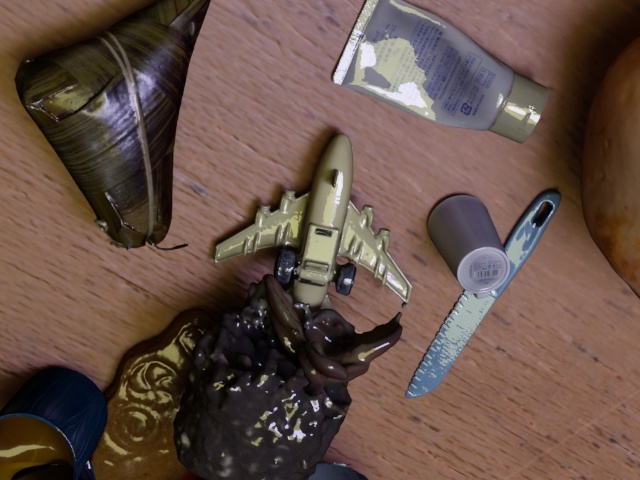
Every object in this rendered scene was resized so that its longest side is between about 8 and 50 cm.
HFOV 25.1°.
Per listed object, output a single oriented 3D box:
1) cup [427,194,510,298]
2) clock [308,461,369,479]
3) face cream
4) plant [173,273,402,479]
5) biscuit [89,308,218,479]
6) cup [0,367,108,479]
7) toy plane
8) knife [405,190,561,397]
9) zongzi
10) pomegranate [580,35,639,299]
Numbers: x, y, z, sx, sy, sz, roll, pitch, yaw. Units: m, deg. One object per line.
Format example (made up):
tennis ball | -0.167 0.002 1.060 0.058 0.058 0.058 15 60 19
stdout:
cup | 0.171 0.018 1.638 0.074 0.116 0.104 -11 122 -6
clock | -0.059 0.387 1.710 0.313 0.061 0.312 -18 139 -17
face cream | 0.135 -0.183 1.576 0.224 0.070 0.114 23 107 -8
plant | -0.051 0.158 1.557 0.204 0.178 0.234 24 117 -13
biscuit | -0.129 0.213 1.692 0.257 0.049 0.273 25 104 -21
cup | -0.305 0.230 1.593 0.114 0.138 0.150 8 109 6
toy plane | 0.000 0.000 1.603 0.229 0.092 0.244 12 114 -2
knife | 0.191 0.068 1.717 0.045 0.019 0.313 27 106 -14
zongzi | -0.160 -0.125 1.506 0.241 0.111 0.247 -30 122 -6
pomegranate | 0.481 -0.064 1.511 0.412 0.411 0.411 -5 114 -11
